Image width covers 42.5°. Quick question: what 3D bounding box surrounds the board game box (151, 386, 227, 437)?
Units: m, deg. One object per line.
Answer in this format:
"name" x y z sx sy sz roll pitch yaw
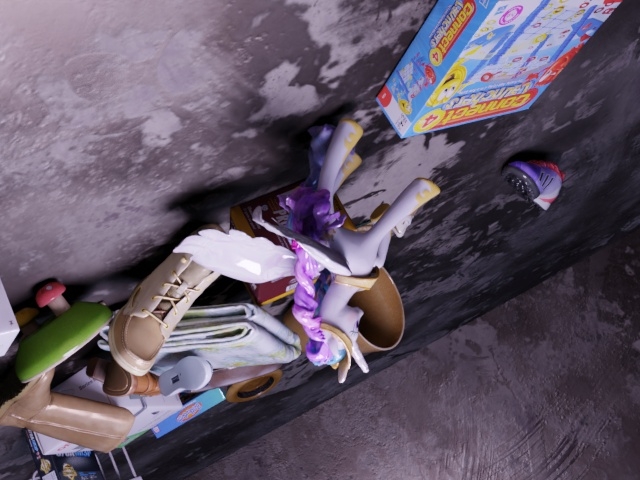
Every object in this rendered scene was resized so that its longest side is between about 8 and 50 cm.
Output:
"board game box" -0.354 0.441 2.237 0.210 0.047 0.160 -31 -172 1

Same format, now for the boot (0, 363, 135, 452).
"boot" -0.487 0.319 1.621 0.270 0.089 0.236 25 131 -34

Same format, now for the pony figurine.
"pony figurine" 0.000 0.000 1.297 0.351 0.363 0.303 34 158 -28

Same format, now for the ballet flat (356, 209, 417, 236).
"ballet flat" 0.146 -0.025 1.836 0.206 0.067 0.073 -30 160 0

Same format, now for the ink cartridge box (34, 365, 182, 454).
"ink cartridge box" -0.492 0.386 1.894 0.211 0.121 0.289 -34 160 13

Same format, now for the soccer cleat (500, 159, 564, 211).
"soccer cleat" 0.527 -0.159 2.016 0.116 0.109 0.318 -54 154 7

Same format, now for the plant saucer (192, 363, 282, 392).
"plant saucer" -0.225 0.332 2.085 0.311 0.050 0.310 -14 177 -1

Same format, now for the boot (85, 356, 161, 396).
"boot" -0.368 0.283 1.659 0.152 0.073 0.197 26 171 -34

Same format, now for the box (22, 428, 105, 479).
"box" -0.618 0.530 2.000 0.051 0.175 0.220 -30 160 4

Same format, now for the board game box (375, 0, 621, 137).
"board game box" 0.283 -0.308 1.287 0.308 0.086 0.302 -17 157 -32

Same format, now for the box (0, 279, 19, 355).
"box" -0.519 0.120 1.217 0.101 0.102 0.087 -10 155 -42

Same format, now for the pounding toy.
"pounding toy" -0.456 0.134 1.386 0.183 0.110 0.237 -37 -168 -12

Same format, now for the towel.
"towel" -0.233 0.206 1.666 0.321 0.090 0.374 -3 164 11

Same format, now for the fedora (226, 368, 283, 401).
"fedora" -0.203 0.397 2.394 0.194 0.079 0.194 -23 154 -12

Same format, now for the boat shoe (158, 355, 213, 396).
"boat shoe" -0.241 0.258 1.606 0.083 0.065 0.183 -8 168 -40

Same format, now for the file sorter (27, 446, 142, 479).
"file sorter" -0.674 0.677 2.292 0.278 0.173 0.193 -40 159 30

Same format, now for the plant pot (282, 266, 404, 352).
"plant pot" 0.037 0.189 2.030 0.254 0.237 0.237 -26 166 35

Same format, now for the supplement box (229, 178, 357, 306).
"supplement box" -0.057 0.002 1.527 0.191 0.129 0.194 -23 160 -17

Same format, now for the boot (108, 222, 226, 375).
"boot" -0.246 0.091 1.387 0.203 0.095 0.262 -40 -162 23
